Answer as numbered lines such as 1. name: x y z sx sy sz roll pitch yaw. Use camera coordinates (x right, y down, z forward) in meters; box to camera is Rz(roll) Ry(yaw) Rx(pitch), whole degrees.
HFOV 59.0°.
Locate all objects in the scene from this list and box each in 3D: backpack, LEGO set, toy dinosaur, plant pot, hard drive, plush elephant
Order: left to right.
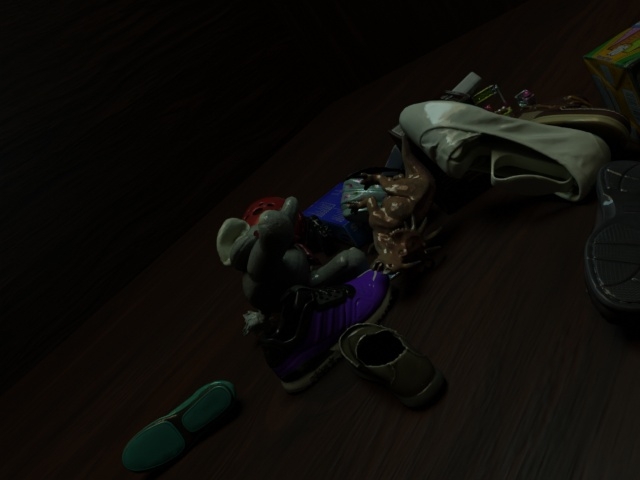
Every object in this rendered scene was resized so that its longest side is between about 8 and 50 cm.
1. plant pot: -0.137 -0.003 1.562 0.191 0.191 0.174 -30 21 18
2. plush elephant: -0.092 0.027 1.275 0.330 0.271 0.256 -52 34 32
3. backpack: 0.137 -0.097 1.308 0.181 0.115 0.152 3 -17 9
4. toy dinosaur: 0.171 -0.058 1.121 0.200 0.127 0.296 13 77 50
5. hard drive: 0.290 -0.278 1.536 0.353 0.047 0.233 -44 -13 -26
6. LEGO set: 0.411 -0.310 1.474 0.287 0.107 0.132 -36 18 -3

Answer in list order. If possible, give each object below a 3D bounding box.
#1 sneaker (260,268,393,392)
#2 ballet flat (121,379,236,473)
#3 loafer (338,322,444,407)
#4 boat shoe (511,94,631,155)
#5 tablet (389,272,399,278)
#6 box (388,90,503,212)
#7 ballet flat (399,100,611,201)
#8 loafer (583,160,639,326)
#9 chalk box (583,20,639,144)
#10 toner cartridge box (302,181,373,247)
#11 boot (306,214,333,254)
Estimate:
1. sneaker: 0.008 0.126 1.034 0.293 0.146 0.102 -43 19 -22
2. ballet flat: -0.260 0.354 1.084 0.247 0.083 0.087 -36 -7 -2
3. loafer: 0.094 0.166 0.870 0.094 0.087 0.251 -40 18 -15
4. boat shoe: 0.478 -0.236 1.107 0.123 0.123 0.342 -56 12 -1
5. tablet: 0.135 0.068 1.183 0.054 0.006 0.083 -35 17 4
6. box: 0.285 -0.204 1.277 0.167 0.203 0.168 -34 18 5
7. ballet flat: 0.308 -0.162 1.035 0.399 0.139 0.139 18 47 27
8. loafer: 0.404 0.010 0.746 0.108 0.095 0.303 8 43 22
9. chalk box: 0.635 -0.304 0.939 0.288 0.180 0.179 -30 19 14
10. toner cartridge box: 0.078 -0.078 1.547 0.165 0.075 0.348 -40 18 -10
11. boot: 0.000 0.000 1.502 0.045 0.121 0.099 -18 44 -19
